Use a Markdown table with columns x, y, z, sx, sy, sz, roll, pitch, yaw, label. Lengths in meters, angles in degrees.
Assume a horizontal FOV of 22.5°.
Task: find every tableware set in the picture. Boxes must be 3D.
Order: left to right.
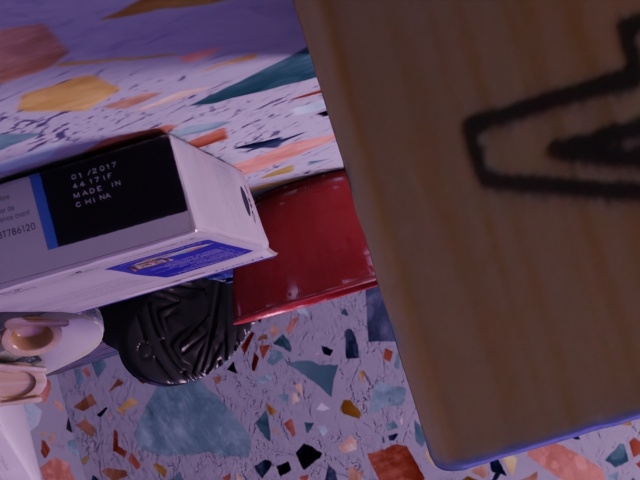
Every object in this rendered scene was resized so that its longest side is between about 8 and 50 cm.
| x | y | z | sx | sy | sz | roll | pitch | yaw | label |
| --- | --- | --- | --- | --- | --- | --- | --- | --- | --- |
| -0.308 | 0.106 | 1.464 | 0.141 | 0.020 | 0.168 | 4 | 137 | -24 | tableware set |

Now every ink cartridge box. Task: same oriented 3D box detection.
| x | y | z | sx | sy | sz | roll | pitch | yaw | label |
| --- | --- | --- | --- | --- | --- | --- | --- | --- | --- |
| -0.132 | -0.002 | 1.026 | 0.165 | 0.065 | 0.333 | -17 | 175 | 4 | ink cartridge box |

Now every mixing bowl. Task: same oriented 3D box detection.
| x | y | z | sx | sy | sz | roll | pitch | yaw | label |
| --- | --- | --- | --- | --- | --- | --- | --- | --- | --- |
| 0.000 | 0.000 | 1.347 | 0.181 | 0.098 | 0.181 | -16 | 175 | -1 | mixing bowl |

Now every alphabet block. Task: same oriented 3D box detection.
| x | y | z | sx | sy | sz | roll | pitch | yaw | label |
| --- | --- | --- | --- | --- | --- | --- | --- | --- | --- |
| 0.112 | -0.028 | 0.682 | 0.193 | 0.197 | 0.192 | -17 | 175 | 2 | alphabet block |

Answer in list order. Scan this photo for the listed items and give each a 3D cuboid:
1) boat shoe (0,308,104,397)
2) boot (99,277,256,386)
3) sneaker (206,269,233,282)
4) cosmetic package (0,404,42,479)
| x | y | z | sx | sy | sz | roll | pitch | yaw | label |
| --- | --- | --- | --- | --- | --- | --- | --- | --- | --- |
| -0.315 | 0.098 | 1.537 | 0.228 | 0.081 | 0.079 | -22 | 137 | 4 | boat shoe |
| -0.153 | 0.077 | 1.559 | 0.207 | 0.094 | 0.246 | -22 | -166 | 45 | boot |
| -0.050 | 0.012 | 1.443 | 0.211 | 0.081 | 0.080 | -13 | 177 | -26 | sneaker |
| -0.436 | 0.213 | 1.724 | 0.225 | 0.138 | 0.224 | -15 | 150 | -5 | cosmetic package |
